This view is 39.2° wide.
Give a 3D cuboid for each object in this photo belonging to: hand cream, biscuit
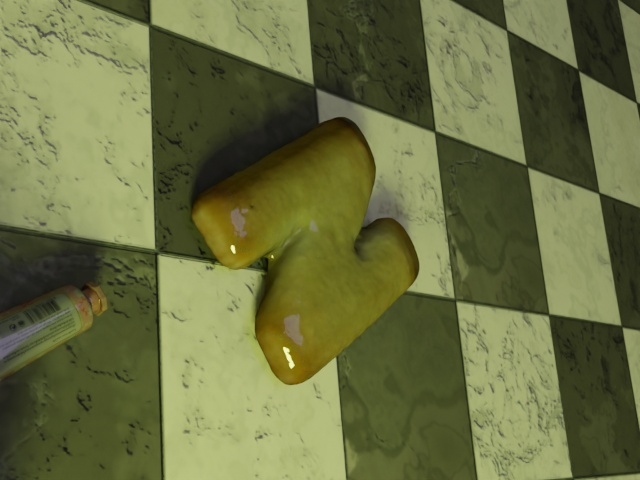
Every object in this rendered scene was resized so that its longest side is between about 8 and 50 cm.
[{"bbox_3d":[-0.263,0.089,0.722,0.210,0.043,0.067,-29,96,-43],"label":"hand cream"},{"bbox_3d":[0.000,0.000,1.021,0.291,0.062,0.237,-34,102,-46],"label":"biscuit"}]
